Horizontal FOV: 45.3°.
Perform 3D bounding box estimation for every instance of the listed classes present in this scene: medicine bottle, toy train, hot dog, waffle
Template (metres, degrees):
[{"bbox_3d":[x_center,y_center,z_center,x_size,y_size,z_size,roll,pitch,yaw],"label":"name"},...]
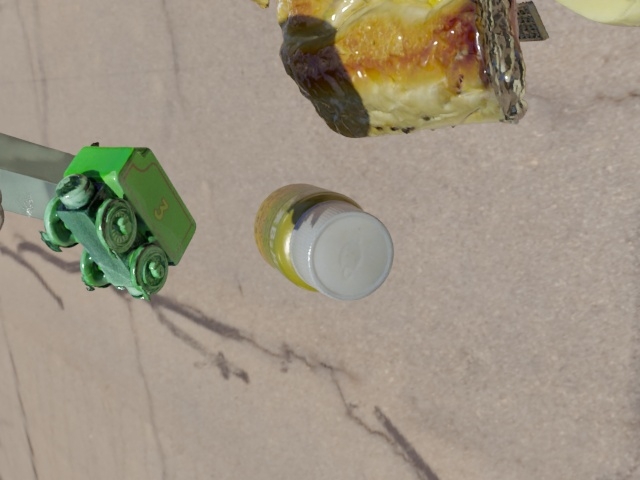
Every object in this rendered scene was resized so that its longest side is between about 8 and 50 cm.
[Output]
[{"bbox_3d":[0.000,0.000,1.681,0.384,0.225,0.224,-153,55,-68],"label":"medicine bottle"},{"bbox_3d":[-0.297,-0.030,1.157,0.133,0.188,0.243,3,142,24],"label":"toy train"},{"bbox_3d":[0.106,-0.325,1.133,0.366,0.196,0.367,-5,94,38],"label":"hot dog"},{"bbox_3d":[0.435,-0.464,1.629,0.092,0.021,0.135,57,178,-18],"label":"waffle"}]

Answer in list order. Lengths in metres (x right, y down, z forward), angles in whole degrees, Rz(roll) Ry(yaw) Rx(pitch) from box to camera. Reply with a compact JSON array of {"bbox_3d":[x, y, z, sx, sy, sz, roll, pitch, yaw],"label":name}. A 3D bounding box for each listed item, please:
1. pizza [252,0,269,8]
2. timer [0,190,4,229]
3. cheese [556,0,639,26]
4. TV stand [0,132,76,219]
[{"bbox_3d":[-0.158,-0.586,1.630,0.365,0.182,0.073,52,132,38],"label":"pizza"},{"bbox_3d":[-0.404,-0.065,0.636,0.237,0.262,0.087,-4,58,50],"label":"timer"},{"bbox_3d":[0.337,-0.346,0.901,0.259,0.316,0.128,41,135,21],"label":"cheese"},{"bbox_3d":[-0.509,-0.112,1.136,0.088,0.270,0.082,-96,28,-49],"label":"TV stand"}]
